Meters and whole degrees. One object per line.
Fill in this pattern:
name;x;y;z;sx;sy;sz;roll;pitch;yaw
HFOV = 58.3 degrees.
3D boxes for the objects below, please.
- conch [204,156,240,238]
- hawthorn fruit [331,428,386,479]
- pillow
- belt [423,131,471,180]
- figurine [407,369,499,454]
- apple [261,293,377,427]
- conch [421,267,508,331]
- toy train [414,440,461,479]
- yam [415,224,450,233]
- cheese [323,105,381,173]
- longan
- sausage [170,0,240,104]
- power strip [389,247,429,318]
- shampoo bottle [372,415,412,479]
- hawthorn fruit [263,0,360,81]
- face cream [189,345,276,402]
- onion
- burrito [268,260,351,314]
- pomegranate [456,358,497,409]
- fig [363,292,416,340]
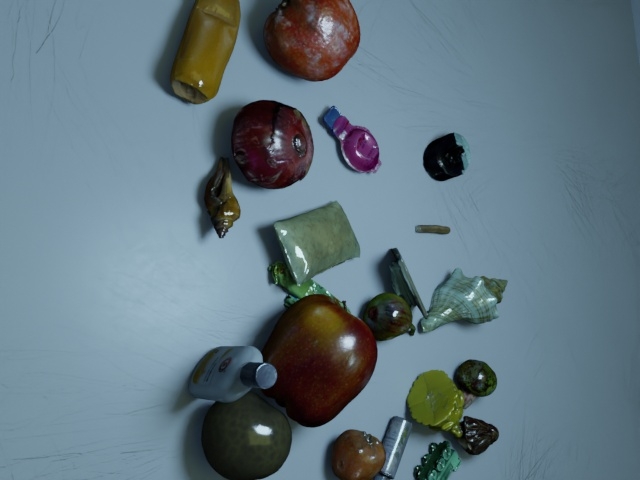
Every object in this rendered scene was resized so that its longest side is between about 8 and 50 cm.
conch;-0.256;-0.107;1.466;0.086;0.080;0.233;8;52;-47
hawthorn fruit;0.084;0.594;1.551;0.189;0.149;0.149;-41;110;7
pillow;0.000;0.000;1.603;0.302;0.074;0.185;-23;89;-49
belt;0.450;-0.292;2.008;0.198;0.078;0.151;-42;104;-35
figurine;0.421;0.569;1.787;0.168;0.187;0.315;-45;119;-6
apple;-0.003;0.293;1.439;0.288;0.288;0.317;45;74;-20
conch;0.487;0.189;1.892;0.386;0.170;0.203;-12;63;-39
toy train;0.359;0.700;1.756;0.170;0.071;0.111;-44;114;-33
yam;0.381;-0.038;1.937;0.145;0.032;0.032;1;80;-35
cheese;0.100;-0.306;1.767;0.244;0.062;0.155;44;58;-20
longan;-0.174;0.460;1.342;0.212;0.198;0.198;23;67;-12
sausage;-0.291;-0.522;1.494;0.134;0.116;0.354;20;66;-16
power strip;0.251;0.134;1.747;0.064;0.198;0.213;-23;94;3
shampoo bottle;0.202;0.619;1.656;0.072;0.072;0.214;40;60;-23
hawthorn fruit;-0.025;-0.595;1.623;0.284;0.284;0.285;8;76;-35
face cream;-0.196;0.300;1.290;0.071;0.291;0.144;46;60;-21
onion;-0.120;-0.253;1.518;0.246;0.190;0.247;3;86;-52
burrito;-0.033;0.162;1.586;0.288;0.054;0.104;40;63;-25
pomegranate;0.497;0.465;1.885;0.138;0.163;0.126;31;24;-44
fig;0.233;0.248;1.720;0.245;0.149;0.149;28;65;-42
